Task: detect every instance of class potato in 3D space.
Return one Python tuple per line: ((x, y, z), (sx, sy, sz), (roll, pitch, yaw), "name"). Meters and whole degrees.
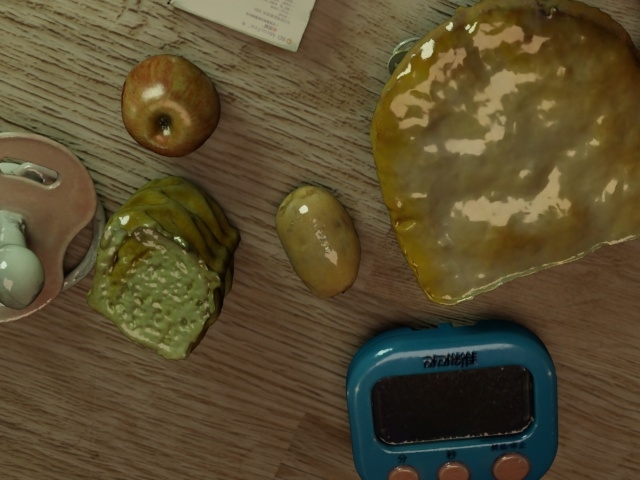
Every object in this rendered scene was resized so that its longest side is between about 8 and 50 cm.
((0.000, 0.000, 1.593), (0.109, 0.118, 0.178), (-29, 99, -26), "potato")

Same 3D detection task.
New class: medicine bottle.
((-0.097, -0.375, 1.465), (0.201, 0.052, 0.171), (19, 111, -9), "medicine bottle")

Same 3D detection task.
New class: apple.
((-0.216, -0.191, 1.499), (0.146, 0.131, 0.146), (-1, 118, -1), "apple")

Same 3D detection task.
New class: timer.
((0.216, 0.279, 1.706), (0.340, 0.115, 0.309), (-6, 114, 2), "timer")

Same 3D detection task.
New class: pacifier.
((-0.465, -0.001, 1.537), (0.220, 0.273, 0.332), (30, 109, 5), "pacifier")
((0.139, -0.255, 1.507), (0.083, 0.064, 0.068), (-20, 143, 7), "pacifier")

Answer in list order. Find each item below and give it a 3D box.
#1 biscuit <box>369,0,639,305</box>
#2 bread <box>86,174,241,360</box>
((0.280, -0.134, 1.507), (0.429, 0.104, 0.446), (-25, 114, 9), "biscuit")
((-0.224, 0.036, 1.530), (0.196, 0.252, 0.239), (13, 115, -4), "bread")
